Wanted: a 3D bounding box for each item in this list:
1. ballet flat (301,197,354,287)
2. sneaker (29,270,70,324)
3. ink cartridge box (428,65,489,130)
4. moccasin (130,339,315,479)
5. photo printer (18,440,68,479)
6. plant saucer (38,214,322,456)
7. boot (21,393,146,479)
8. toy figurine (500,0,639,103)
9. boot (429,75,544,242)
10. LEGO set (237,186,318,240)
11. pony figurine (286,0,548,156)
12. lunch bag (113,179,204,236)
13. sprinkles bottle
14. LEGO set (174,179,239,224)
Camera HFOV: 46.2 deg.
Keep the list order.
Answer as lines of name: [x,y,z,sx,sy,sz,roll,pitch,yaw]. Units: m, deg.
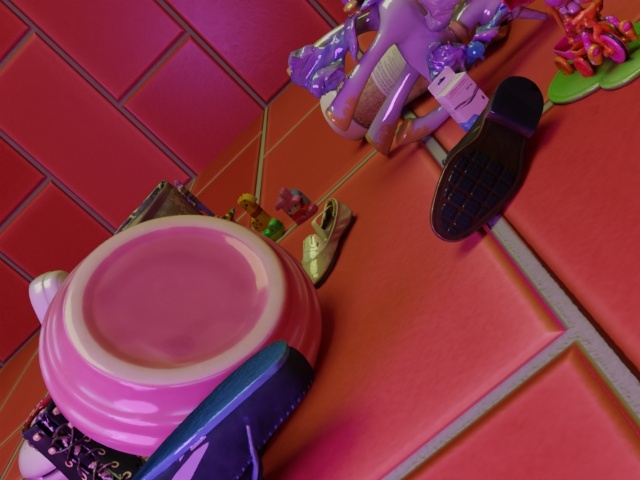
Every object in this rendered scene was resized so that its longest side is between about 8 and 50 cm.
ballet flat: [0.000,0.000,1.102,0.057,0.052,0.168,-32,22,40]
sneaker: [-0.232,0.125,0.981,0.169,0.292,0.108,-37,6,18]
ink cartridge box: [0.195,-0.198,1.039,0.048,0.083,0.028,-49,17,-8]
moccasin: [-0.114,0.243,0.720,0.342,0.117,0.138,-48,4,11]
photo printer: [-0.377,0.271,1.286,0.256,0.107,0.307,-35,20,34]
plant saucer: [-0.163,0.084,0.876,0.084,0.332,0.332,91,-159,-47]
boot: [-0.274,0.274,0.904,0.085,0.178,0.236,-50,16,-15]
toy figurine: [0.275,-0.252,0.841,0.130,0.159,0.173,-45,17,5]
boot: [0.179,-0.076,0.857,0.219,0.082,0.106,-57,-3,-19]
LEGO set: [-0.109,-0.050,1.410,0.227,0.093,0.087,-35,20,33]
pony figurine: [0.124,-0.331,1.104,0.363,0.351,0.303,-46,28,16]
lunch bag: [-0.223,0.063,1.174,0.169,0.235,0.287,-38,18,34]
sprinkles bottle: [0.157,-0.312,1.332,0.355,0.121,0.121,-31,22,39]
LEGO set: [-0.326,0.014,1.611,0.331,0.192,0.255,-45,17,4]
